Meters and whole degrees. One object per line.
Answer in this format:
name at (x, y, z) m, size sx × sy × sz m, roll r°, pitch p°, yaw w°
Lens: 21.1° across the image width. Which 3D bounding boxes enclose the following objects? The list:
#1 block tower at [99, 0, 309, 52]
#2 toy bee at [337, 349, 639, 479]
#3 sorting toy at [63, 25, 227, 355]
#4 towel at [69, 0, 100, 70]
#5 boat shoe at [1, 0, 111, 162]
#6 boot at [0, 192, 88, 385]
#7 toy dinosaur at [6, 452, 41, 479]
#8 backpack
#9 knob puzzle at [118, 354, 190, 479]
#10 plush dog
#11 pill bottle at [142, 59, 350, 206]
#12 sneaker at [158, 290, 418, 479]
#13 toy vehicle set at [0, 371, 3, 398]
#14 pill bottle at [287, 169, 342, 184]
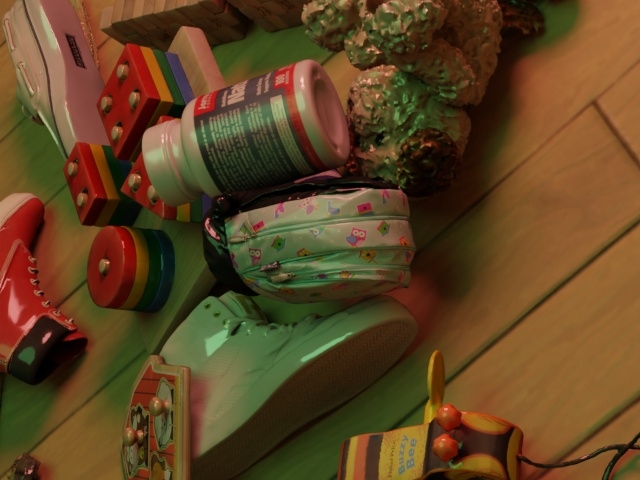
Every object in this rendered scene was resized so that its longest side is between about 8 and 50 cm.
block tower at (-0.092, -0.288, 1.932) m, size 0.335 × 0.091 × 0.097 m, roll -9°, pitch 62°, yaw 35°
toy bee at (0.116, 0.178, 1.480) m, size 0.298 × 0.162 × 0.195 m, roll -30°, pitch 51°, yaw 24°
sorting toy at (-0.182, -0.056, 1.822) m, size 0.257 × 0.089 × 0.255 m, roll -57°, pitch 41°, yaw 35°
towel at (-0.324, -0.236, 2.137) m, size 0.110 × 0.027 × 0.148 m, roll -35°, pitch 50°, yaw 20°
boat shoe at (-0.317, -0.179, 2.036) m, size 0.088 × 0.096 × 0.267 m, roll -32°, pitch 67°, yaw 24°
boot at (-0.327, 0.057, 1.965) m, size 0.176 × 0.088 × 0.244 m, roll 16°, pitch 50°, yaw 10°
toy dinosaur at (-0.318, 0.343, 1.819) m, size 0.118 × 0.064 × 0.268 m, roll -36°, pitch 53°, yaw 11°
backpack at (0.000, 0.000, 1.589) m, size 0.182 × 0.152 × 0.115 m, roll -8°, pitch 89°, yaw 24°
knob puzzle at (-0.177, 0.211, 1.730) m, size 0.213 × 0.030 × 0.213 m, roll -178°, pitch 90°, yaw -66°
plush dog at (0.094, -0.147, 1.680) m, size 0.262 × 0.211 × 0.225 m, roll -155°, pitch 79°, yaw -69°
pill bottle at (-0.073, -0.096, 1.636) m, size 0.180 × 0.108 × 0.108 m, roll -17°, pitch 57°, yaw 17°
sneaker at (-0.048, 0.097, 1.690) m, size 0.292 × 0.108 × 0.169 m, roll -35°, pitch 53°, yaw 22°
toy vehicle set at (-0.444, 0.218, 1.998) m, size 0.166 × 0.035 × 0.267 m, roll -17°, pitch 58°, yaw 32°
pill bottle at (-0.034, -0.065, 1.769) m, size 0.094 × 0.094 × 0.169 m, roll -44°, pitch 48°, yaw 13°
